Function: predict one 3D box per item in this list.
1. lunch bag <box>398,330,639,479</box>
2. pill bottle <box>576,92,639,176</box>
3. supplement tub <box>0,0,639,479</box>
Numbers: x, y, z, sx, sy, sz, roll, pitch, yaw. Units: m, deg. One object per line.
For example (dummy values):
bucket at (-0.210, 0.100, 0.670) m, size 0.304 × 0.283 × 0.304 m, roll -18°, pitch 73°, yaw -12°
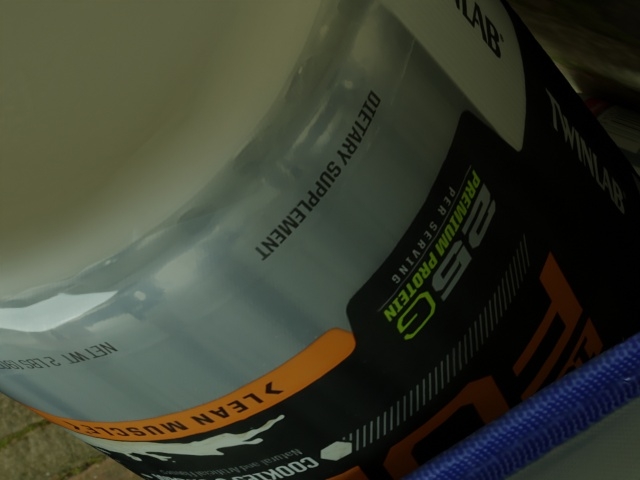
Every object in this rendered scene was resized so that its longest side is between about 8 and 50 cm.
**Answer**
lunch bag at (0.217, 0.128, 0.528) m, size 0.328 × 0.385 × 0.239 m, roll 26°, pitch -142°, yaw -44°
pill bottle at (0.168, 0.015, 0.778) m, size 0.180 × 0.108 × 0.108 m, roll 23°, pitch 177°, yaw 22°
supplement tub at (0.000, 0.000, 0.605) m, size 0.193 × 0.193 × 0.316 m, roll 21°, pitch 168°, yaw 39°
